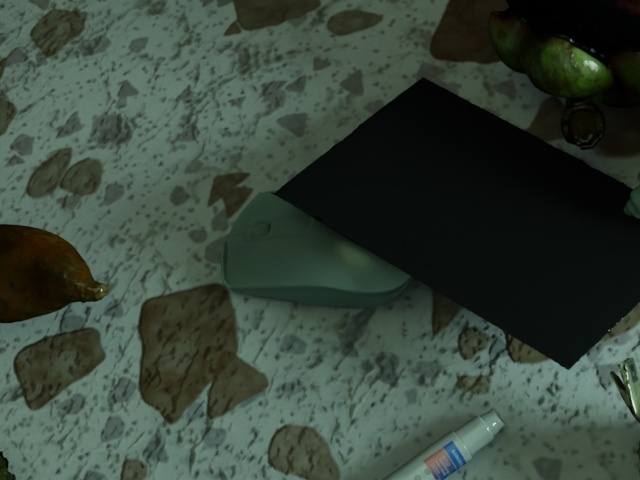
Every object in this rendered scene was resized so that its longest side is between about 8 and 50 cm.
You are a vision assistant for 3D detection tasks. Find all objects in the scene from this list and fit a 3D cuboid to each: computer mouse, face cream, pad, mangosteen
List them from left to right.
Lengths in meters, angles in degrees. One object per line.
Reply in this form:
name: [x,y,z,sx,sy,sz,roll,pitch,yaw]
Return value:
computer mouse: [0.000,0.000,1.593,0.231,0.079,0.128,3,58,24]
face cream: [0.116,0.201,1.457,0.130,0.034,0.034,-35,56,-5]
pad: [0.166,-0.030,1.540,0.367,0.007,0.248,31,52,29]
mangosteen: [0.304,-0.280,1.539,0.311,0.311,0.311,-8,58,14]

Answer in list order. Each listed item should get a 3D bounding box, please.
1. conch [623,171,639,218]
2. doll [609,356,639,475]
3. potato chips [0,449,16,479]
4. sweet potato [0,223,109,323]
conch: [0.460,-0.116,1.437,0.368,0.197,0.249,-2,27,16]
doll: [0.332,0.191,1.347,0.115,0.105,0.221,-21,46,-41]
potato chips: [-0.345,0.277,1.572,0.209,0.026,0.142,14,69,27]
sweet potato: [-0.343,0.034,1.664,0.359,0.112,0.112,6,61,41]
